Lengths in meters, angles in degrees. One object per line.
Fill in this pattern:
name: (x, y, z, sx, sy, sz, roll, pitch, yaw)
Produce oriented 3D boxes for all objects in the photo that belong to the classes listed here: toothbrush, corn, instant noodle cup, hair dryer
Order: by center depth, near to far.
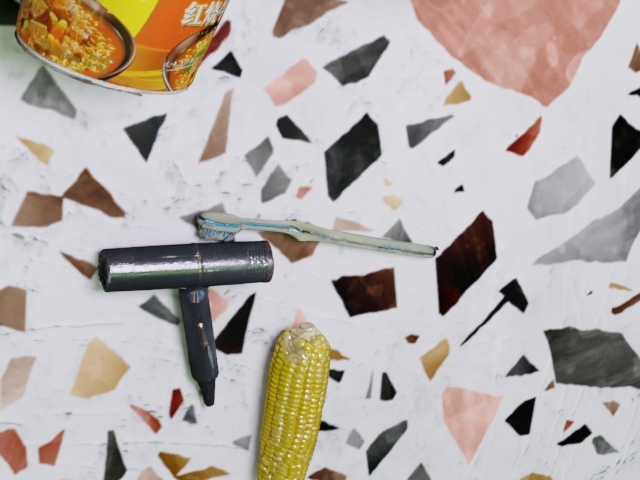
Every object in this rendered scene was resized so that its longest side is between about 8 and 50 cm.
instant noodle cup: (-0.165, -0.234, 1.240, 0.213, 0.213, 0.174, 8, 115, -29)
hair dryer: (-0.144, 0.091, 1.463, 0.173, 0.050, 0.194, -1, 118, -19)
toothbrush: (0.002, -0.005, 1.509, 0.294, 0.026, 0.028, 4, 126, -28)
corn: (-0.030, 0.184, 1.544, 0.067, 0.067, 0.206, 0, 112, -27)
